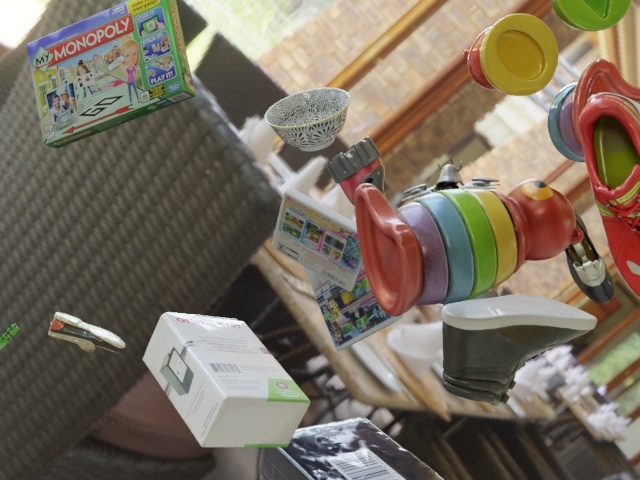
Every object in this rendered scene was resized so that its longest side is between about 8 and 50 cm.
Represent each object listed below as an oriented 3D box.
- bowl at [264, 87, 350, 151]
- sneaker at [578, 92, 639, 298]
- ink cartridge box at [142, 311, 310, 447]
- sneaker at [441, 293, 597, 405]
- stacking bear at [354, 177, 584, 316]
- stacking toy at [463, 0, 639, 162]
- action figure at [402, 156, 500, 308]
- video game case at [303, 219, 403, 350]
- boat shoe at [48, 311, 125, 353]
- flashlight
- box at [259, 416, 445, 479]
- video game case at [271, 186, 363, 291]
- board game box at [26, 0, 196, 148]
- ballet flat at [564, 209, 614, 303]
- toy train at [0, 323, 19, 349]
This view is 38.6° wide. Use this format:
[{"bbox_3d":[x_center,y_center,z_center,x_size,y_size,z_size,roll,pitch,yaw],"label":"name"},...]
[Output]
[{"bbox_3d":[-0.016,-0.225,1.776,0.170,0.170,0.080,-119,-170,-59],"label":"bowl"},{"bbox_3d":[0.368,-0.043,1.092,0.118,0.107,0.279,-7,76,-60],"label":"sneaker"},{"bbox_3d":[-0.180,0.260,1.715,0.198,0.115,0.273,11,22,-41],"label":"ink cartridge box"},{"bbox_3d":[0.293,0.168,1.389,0.295,0.147,0.104,-1,16,-32],"label":"sneaker"},{"bbox_3d":[0.212,-0.006,1.245,0.175,0.289,0.164,-123,-156,-53],"label":"stacking bear"},{"bbox_3d":[0.399,-0.287,1.430,0.309,0.279,0.130,36,-5,-14],"label":"stacking toy"},{"bbox_3d":[0.230,0.003,1.510,0.099,0.185,0.285,-14,96,-53],"label":"action figure"},{"bbox_3d":[0.051,0.082,1.601,0.023,0.201,0.183,-14,77,-35],"label":"video game case"},{"bbox_3d":[-0.407,0.169,1.592,0.137,0.043,0.049,22,5,1],"label":"boat shoe"},{"bbox_3d":[0.129,-0.044,1.719,0.304,0.103,0.103,56,-3,-3],"label":"flashlight"},{"bbox_3d":[0.083,0.721,2.024,0.297,0.472,0.480,-5,19,-33],"label":"box"},{"bbox_3d":[0.000,0.000,1.480,0.157,0.019,0.143,29,-40,11],"label":"video game case"},{"bbox_3d":[-0.402,-0.325,1.735,0.046,0.317,0.214,14,60,-68],"label":"board game box"},{"bbox_3d":[0.509,0.031,1.780,0.203,0.074,0.074,67,10,8],"label":"ballet flat"},{"bbox_3d":[-0.745,0.233,2.161,0.024,0.083,0.017,45,-10,-15],"label":"toy train"}]
